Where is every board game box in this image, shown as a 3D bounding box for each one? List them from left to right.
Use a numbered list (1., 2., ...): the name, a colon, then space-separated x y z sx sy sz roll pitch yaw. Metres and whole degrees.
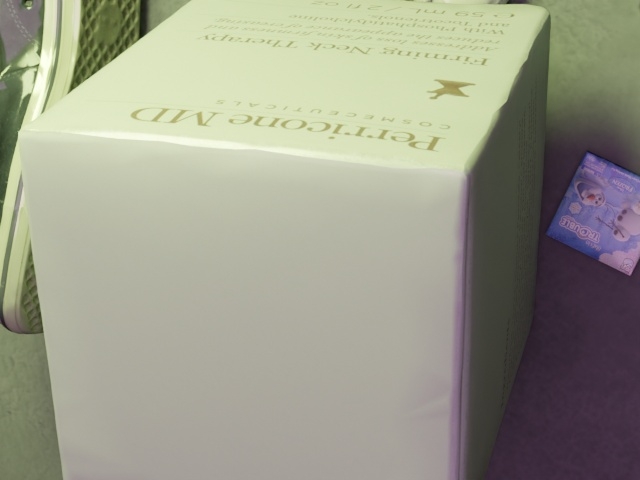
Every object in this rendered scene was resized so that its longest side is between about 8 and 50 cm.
1. board game box: 0.275 -0.026 1.235 0.090 0.020 0.090 27 103 13

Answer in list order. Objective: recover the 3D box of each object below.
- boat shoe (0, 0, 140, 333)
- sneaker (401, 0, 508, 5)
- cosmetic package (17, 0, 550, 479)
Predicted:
1. boat shoe: -0.287 -0.157 1.313 0.156 0.187 0.500 5 91 21
2. sneaker: 0.035 -0.248 1.235 0.290 0.123 0.106 3 94 15
3. cosmetic package: 0.000 0.000 1.084 0.329 0.393 0.327 7 117 15
